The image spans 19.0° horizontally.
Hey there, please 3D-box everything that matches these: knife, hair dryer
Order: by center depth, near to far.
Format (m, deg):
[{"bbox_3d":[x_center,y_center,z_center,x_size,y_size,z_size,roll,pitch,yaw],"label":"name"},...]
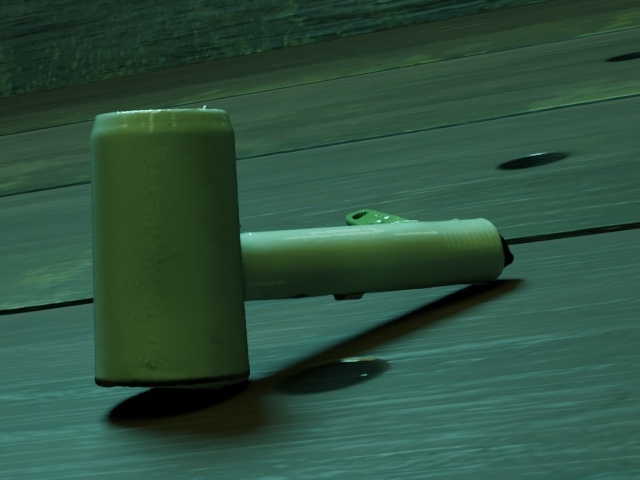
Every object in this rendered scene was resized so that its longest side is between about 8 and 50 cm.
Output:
[{"bbox_3d":[0.000,0.000,0.937,0.236,0.131,0.073,-2,2,-30],"label":"hair dryer"},{"bbox_3d":[0.050,-0.005,1.147,0.030,0.014,0.207,-16,11,-12],"label":"knife"}]
